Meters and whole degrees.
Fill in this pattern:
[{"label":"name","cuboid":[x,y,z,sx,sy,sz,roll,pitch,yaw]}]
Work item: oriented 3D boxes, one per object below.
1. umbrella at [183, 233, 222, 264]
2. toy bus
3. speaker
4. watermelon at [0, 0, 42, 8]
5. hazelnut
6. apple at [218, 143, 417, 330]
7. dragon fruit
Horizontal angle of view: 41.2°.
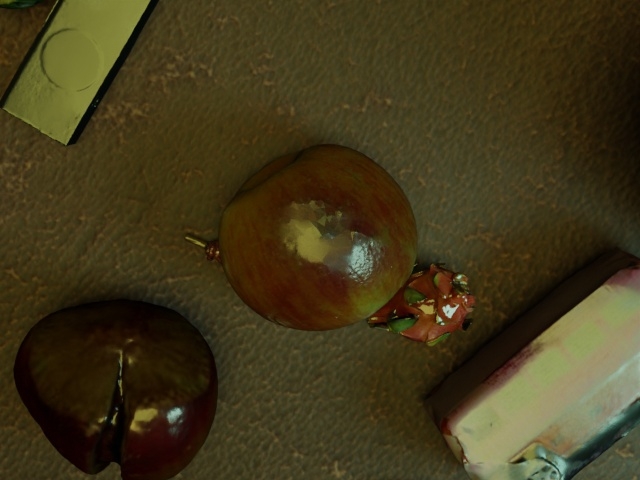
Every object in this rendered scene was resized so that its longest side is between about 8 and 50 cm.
[{"label":"umbrella","cuboid":[-0.068,0.031,0.902,0.165,0.025,0.027,24,67,-8]},{"label":"toy bus","cuboid":[0.259,0.140,0.885,0.302,0.127,0.147,-41,95,3]},{"label":"speaker","cuboid":[-0.229,-0.207,0.845,0.082,0.044,0.218,32,96,-7]},{"label":"watermelon","cuboid":[-0.279,-0.271,0.817,0.062,0.105,0.106,1,102,-48]},{"label":"hazelnut","cuboid":[-0.202,0.146,0.851,0.203,0.178,0.178,15,98,0]},{"label":"apple","cuboid":[0.000,0.000,0.837,0.195,0.160,0.173,-33,108,-4]},{"label":"dragon fruit","cuboid":[0.101,0.068,0.891,0.116,0.086,0.081,-19,137,7]}]
